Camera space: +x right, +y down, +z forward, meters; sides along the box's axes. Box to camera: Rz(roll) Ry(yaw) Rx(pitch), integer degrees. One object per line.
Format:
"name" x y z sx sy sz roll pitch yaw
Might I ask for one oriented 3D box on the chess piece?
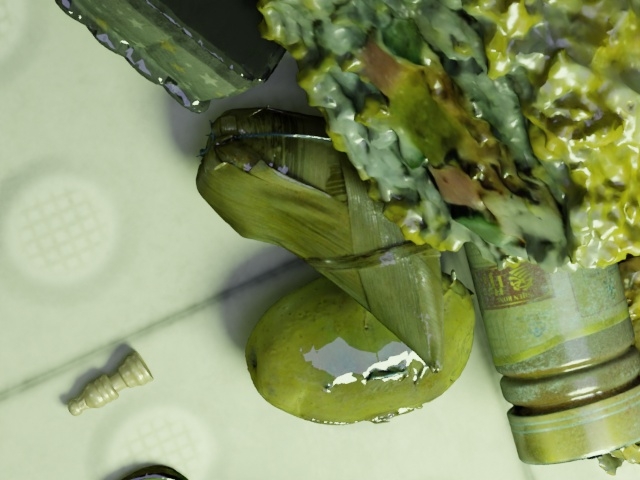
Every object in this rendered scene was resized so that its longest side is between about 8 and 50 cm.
"chess piece" -0.222 0.154 1.752 0.092 0.035 0.035 -32 113 -3

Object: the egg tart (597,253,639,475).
"egg tart" 0.397 0.148 1.901 0.297 0.132 0.297 -7 109 -21

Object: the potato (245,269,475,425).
"potato" 0.045 0.111 1.763 0.248 0.143 0.169 -10 98 -14

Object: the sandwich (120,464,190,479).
"sandwich" -0.187 0.276 1.803 0.101 0.026 0.069 -30 117 -4

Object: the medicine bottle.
"medicine bottle" 0.242 0.060 1.769 0.151 0.151 0.322 -16 94 -13

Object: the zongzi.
"zongzi" 0.000 0.000 1.663 0.251 0.125 0.274 6 60 -14

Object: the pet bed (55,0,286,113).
"pet bed" -0.130 -0.243 1.607 0.211 0.159 0.183 37 68 -25

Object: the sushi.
"sushi" 0.166 -0.164 1.500 0.240 0.351 0.396 -45 114 -27
